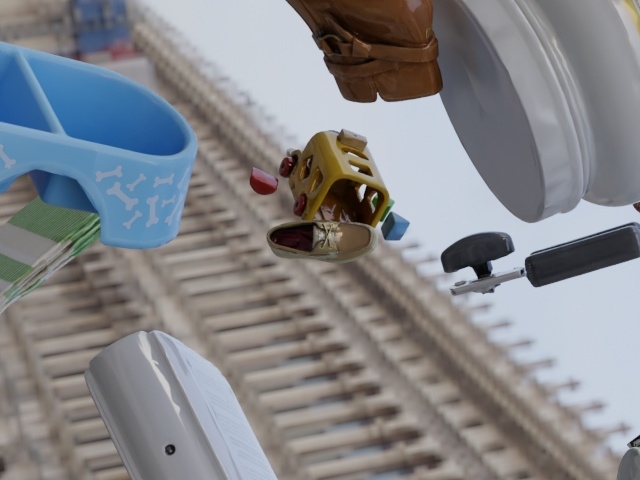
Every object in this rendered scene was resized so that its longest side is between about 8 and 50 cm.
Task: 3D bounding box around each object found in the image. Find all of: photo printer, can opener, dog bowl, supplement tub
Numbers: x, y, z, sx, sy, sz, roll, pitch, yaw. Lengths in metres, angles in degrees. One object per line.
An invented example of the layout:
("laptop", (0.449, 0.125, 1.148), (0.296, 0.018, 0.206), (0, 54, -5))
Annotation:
("photo printer", (-0.110, 0.261, 1.934), (0.307, 0.107, 0.256), (61, 5, 21))
("can opener", (0.303, 0.013, 2.568), (0.076, 0.283, 0.095), (-31, 103, -72))
("dog bowl", (-0.223, -0.082, 1.392), (0.074, 0.297, 0.166), (-61, -142, 24))
("supplement tub", (0.271, -0.171, 1.467), (0.241, 0.331, 0.241), (62, -11, 21))

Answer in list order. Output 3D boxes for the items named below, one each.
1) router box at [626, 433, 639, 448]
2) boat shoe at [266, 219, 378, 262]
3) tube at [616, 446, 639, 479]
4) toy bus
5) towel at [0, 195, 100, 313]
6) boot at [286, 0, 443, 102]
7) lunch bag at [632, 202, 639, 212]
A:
("router box", (0.349, 0.225, 1.814), (0.092, 0.038, 0.122), (55, 12, 17))
("boat shoe", (0.000, 0.000, 2.222), (0.045, 0.135, 0.050), (39, 48, -69))
("tube", (0.390, 0.230, 1.690), (0.070, 0.240, 0.062), (-99, -159, -50))
("toy bus", (0.021, -0.088, 2.359), (0.202, 0.191, 0.104), (37, -65, 17))
("towel", (-0.412, 0.026, 2.543), (0.038, 0.325, 0.248), (54, -17, -24))
("boot", (-0.002, -0.176, 1.422), (0.197, 0.073, 0.152), (12, -43, 38))
("lunch bag", (0.510, -0.093, 2.190), (0.258, 0.120, 0.293), (-62, -150, 15))
